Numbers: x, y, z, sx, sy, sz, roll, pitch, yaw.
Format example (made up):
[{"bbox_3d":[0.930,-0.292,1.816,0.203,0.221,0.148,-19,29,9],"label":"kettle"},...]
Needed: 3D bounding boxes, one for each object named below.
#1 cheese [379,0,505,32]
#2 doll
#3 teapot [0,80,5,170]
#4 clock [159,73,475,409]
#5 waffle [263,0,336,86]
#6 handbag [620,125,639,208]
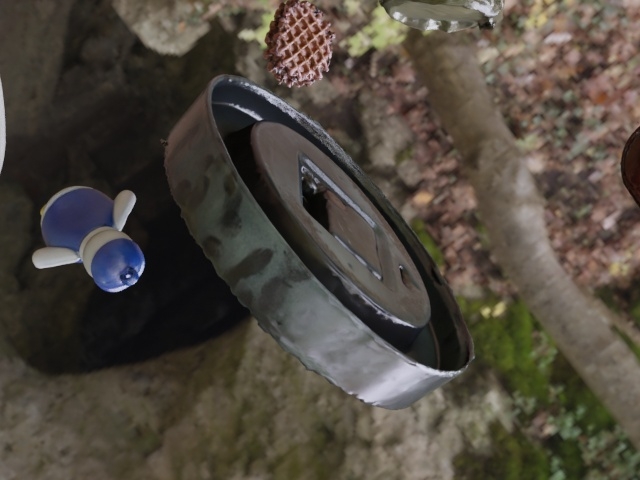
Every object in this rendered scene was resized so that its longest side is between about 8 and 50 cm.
[{"bbox_3d":[0.084,-0.256,0.860,0.091,0.202,0.175,-5,-170,-1],"label":"cheese"},{"bbox_3d":[-0.181,-0.001,0.924,0.099,0.143,0.058,-38,133,-15],"label":"doll"},{"bbox_3d":[-0.256,-0.068,0.598,0.139,0.204,0.298,-19,167,-36],"label":"teapot"},{"bbox_3d":[0.000,-0.001,0.936,0.061,0.312,0.312,-41,169,17],"label":"clock"},{"bbox_3d":[-0.021,-0.183,1.081,0.075,0.083,0.029,17,171,-42],"label":"waffle"},{"bbox_3d":[0.311,-0.051,0.571,0.275,0.084,0.260,-44,-149,14],"label":"handbag"}]
